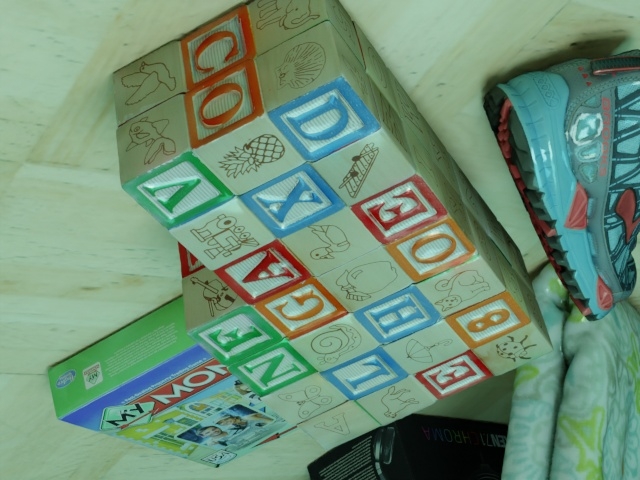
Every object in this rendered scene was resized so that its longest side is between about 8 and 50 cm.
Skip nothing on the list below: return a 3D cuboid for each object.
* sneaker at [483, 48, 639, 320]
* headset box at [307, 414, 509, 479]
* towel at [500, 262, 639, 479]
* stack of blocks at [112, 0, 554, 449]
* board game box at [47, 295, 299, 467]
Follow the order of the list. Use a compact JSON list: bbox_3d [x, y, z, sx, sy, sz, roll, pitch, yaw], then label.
[{"bbox_3d":[0.200,-0.032,0.841,0.125,0.104,0.262,-24,150,9],"label":"sneaker"},{"bbox_3d":[0.147,0.333,1.254,0.246,0.283,0.131,14,139,-42],"label":"headset box"},{"bbox_3d":[0.241,0.239,1.081,0.090,0.375,0.320,1,162,28],"label":"towel"},{"bbox_3d":[0.000,0.000,0.749,0.171,0.087,0.297,-25,139,16],"label":"stack of blocks"},{"bbox_3d":[-0.016,0.076,0.971,0.317,0.046,0.213,-28,150,20],"label":"board game box"}]
